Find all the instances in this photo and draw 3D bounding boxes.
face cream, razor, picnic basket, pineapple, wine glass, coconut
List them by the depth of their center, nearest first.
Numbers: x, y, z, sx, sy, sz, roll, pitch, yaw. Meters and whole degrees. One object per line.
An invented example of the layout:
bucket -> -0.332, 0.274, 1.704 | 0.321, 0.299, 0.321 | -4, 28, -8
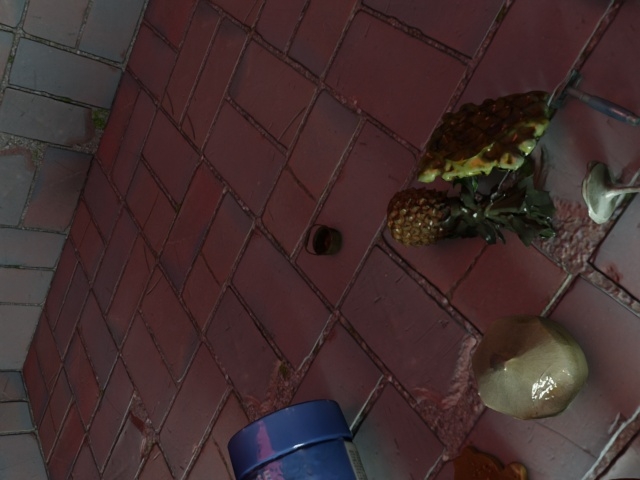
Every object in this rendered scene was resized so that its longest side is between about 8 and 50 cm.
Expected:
wine glass -> 0.468, -0.075, 0.839 | 0.183, 0.122, 0.122 | 1, 84, 54
coconut -> 0.310, 0.194, 0.925 | 0.161, 0.162, 0.161 | -12, 74, 48
razor -> 0.435, -0.213, 0.954 | 0.135, 0.040, 0.068 | 42, 115, 39
pineapple -> 0.251, -0.039, 1.050 | 0.277, 0.119, 0.130 | -5, 65, 39
face cream -> -0.036, 0.469, 1.207 | 0.249, 0.249, 0.225 | -48, 53, 33
picnic basket -> 0.000, 0.000, 1.372 | 0.072, 0.083, 0.072 | -13, 73, 47

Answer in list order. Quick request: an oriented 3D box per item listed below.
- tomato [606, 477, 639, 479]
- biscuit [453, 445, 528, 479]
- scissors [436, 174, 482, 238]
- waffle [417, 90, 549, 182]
tomato -> 0.406, 0.399, 0.736 | 0.139, 0.200, 0.233 | 80, 164, -55
biscuit -> 0.294, 0.425, 1.006 | 0.184, 0.027, 0.133 | 2, 86, 50
scissors -> 0.265, -0.104, 1.132 | 0.101, 0.027, 0.204 | 48, 120, 37
waffle -> 0.276, -0.184, 1.035 | 0.223, 0.054, 0.204 | -3, 41, 42
